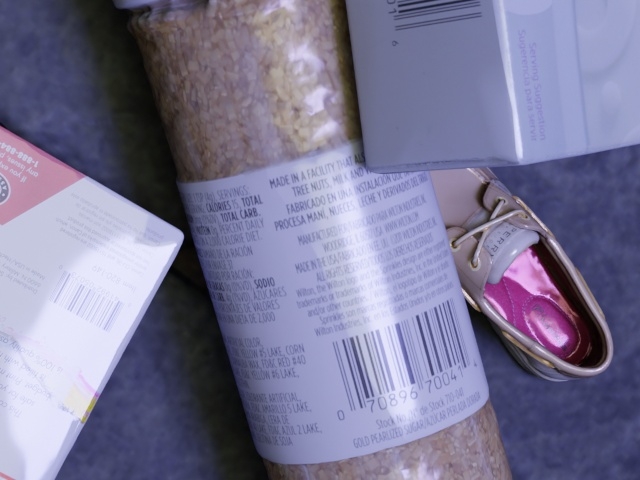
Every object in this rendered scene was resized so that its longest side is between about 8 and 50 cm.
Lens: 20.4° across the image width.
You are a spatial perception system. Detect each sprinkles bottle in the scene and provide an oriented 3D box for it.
[{"bbox_3d":[0.000,0.000,0.828,0.121,0.121,0.355,-19,99,-17],"label":"sprinkles bottle"}]

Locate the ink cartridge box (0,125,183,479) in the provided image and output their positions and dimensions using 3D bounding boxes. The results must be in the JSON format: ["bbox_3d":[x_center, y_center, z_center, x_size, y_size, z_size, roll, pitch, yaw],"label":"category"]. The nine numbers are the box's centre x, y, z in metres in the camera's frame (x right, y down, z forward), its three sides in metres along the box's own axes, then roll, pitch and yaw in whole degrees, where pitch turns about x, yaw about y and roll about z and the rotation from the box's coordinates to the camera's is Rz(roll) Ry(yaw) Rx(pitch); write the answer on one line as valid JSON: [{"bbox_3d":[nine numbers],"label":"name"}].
[{"bbox_3d":[-0.162,0.055,0.804,0.115,0.067,0.198,31,81,-17],"label":"ink cartridge box"}]

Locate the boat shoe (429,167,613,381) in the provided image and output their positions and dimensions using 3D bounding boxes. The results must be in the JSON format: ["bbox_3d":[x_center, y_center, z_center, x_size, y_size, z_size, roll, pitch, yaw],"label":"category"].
[{"bbox_3d":[0.089,0.004,0.892,0.170,0.059,0.063,46,79,-14],"label":"boat shoe"}]

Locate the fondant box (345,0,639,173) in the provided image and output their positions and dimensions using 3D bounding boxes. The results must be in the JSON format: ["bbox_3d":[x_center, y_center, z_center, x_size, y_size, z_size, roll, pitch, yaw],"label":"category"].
[{"bbox_3d":[0.153,-0.170,0.829,0.330,0.096,0.238,-12,97,-42],"label":"fondant box"}]
